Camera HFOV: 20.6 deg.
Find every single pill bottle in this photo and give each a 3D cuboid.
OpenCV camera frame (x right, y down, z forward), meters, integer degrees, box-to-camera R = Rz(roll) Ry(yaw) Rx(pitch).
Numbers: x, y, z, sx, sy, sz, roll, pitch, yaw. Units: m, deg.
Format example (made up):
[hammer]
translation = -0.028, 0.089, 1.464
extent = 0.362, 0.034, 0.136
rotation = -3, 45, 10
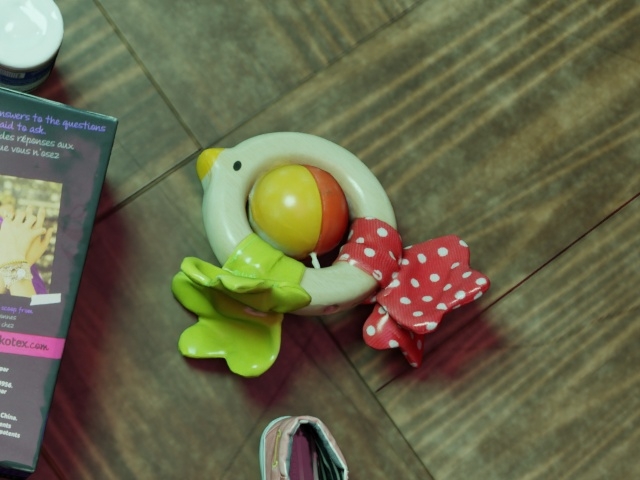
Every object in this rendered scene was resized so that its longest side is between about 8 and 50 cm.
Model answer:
[pill bottle]
translation = -0.240, -0.153, 1.383
extent = 0.067, 0.120, 0.067
rotation = 2, 80, -14

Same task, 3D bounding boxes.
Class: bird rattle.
[bird rattle]
translation = 0.000, 0.000, 1.420
extent = 0.253, 0.143, 0.207
rotation = -10, 67, -18

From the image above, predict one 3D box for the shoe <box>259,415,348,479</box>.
[shoe]
translation = -0.011, 0.226, 1.396
extent = 0.063, 0.081, 0.178
rotation = -6, 82, -15

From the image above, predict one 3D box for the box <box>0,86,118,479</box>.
[box]
translation = -0.256, 0.034, 1.325
extent = 0.143, 0.165, 0.270
rotation = 15, 77, -10
